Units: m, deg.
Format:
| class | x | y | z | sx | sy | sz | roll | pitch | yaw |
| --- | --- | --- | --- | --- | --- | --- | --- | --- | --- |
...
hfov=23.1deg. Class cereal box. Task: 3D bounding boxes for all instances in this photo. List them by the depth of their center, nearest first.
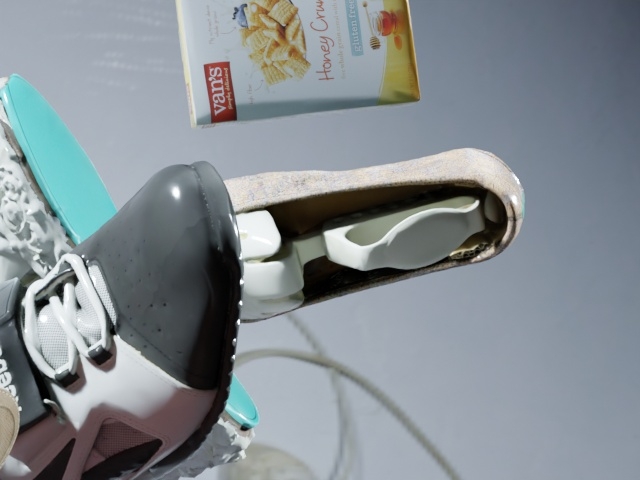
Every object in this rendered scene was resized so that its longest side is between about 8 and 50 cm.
| class | x | y | z | sx | sy | sz | roll | pitch | yaw |
| --- | --- | --- | --- | --- | --- | --- | --- | --- | --- |
| cereal box | -0.026 | -0.213 | 1.622 | 0.240 | 0.047 | 0.173 | -8 | 89 | -11 |

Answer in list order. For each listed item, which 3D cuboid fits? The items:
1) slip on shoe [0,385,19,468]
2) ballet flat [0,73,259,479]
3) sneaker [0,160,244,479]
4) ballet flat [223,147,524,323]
| class | x | y | z | sx | sy | sz | roll | pitch | yaw |
| --- | --- | --- | --- | --- | --- | --- | --- | --- | --- |
| slip on shoe | -0.154 | 0.097 | 0.651 | 0.041 | 0.135 | 0.051 | 1 | 102 | 18 |
| ballet flat | -0.215 | 0.051 | 1.408 | 0.147 | 0.147 | 0.409 | -35 | 93 | -24 |
| sneaker | -0.154 | 0.084 | 0.848 | 0.146 | 0.330 | 0.122 | 6 | 44 | -33 |
| ballet flat | 0.000 | 0.000 | 1.145 | 0.316 | 0.106 | 0.108 | -16 | 111 | -2 |
